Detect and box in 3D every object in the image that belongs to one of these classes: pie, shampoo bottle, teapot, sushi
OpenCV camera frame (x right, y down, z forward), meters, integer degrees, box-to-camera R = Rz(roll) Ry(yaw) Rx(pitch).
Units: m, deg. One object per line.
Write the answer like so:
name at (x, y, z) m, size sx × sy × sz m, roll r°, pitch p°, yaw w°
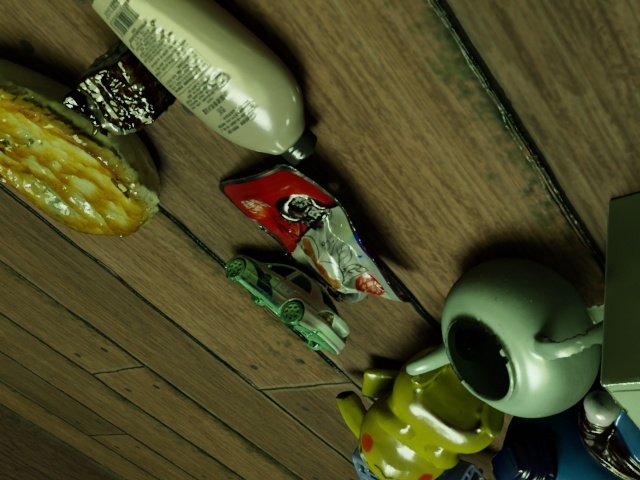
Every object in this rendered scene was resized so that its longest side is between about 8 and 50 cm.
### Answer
pie at (-0.355, -0.114, 0.831) m, size 0.315 × 0.092 × 0.315 m, roll 18°, pitch 147°, yaw 12°
shampoo bottle at (-0.103, -0.171, 0.626) m, size 0.257 × 0.078 × 0.127 m, roll 42°, pitch 137°, yaw -24°
teapot at (0.225, 0.118, 0.723) m, size 0.193 × 0.129 × 0.294 m, roll 65°, pitch 153°, yaw 3°
sushi at (-0.212, -0.167, 0.674) m, size 0.094 × 0.098 × 0.084 m, roll -12°, pitch 134°, yaw 31°

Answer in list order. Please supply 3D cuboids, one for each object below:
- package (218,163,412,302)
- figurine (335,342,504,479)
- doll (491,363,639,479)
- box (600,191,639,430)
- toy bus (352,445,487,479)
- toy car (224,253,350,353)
package at (0.000, 0.000, 0.801) m, size 0.269 × 0.071 × 0.194 m, roll 47°, pitch 144°, yaw -20°
figurine at (0.145, 0.279, 0.964) m, size 0.218 × 0.169 × 0.326 m, roll 37°, pitch 130°, yaw 7°
doll at (0.381, 0.280, 0.807) m, size 0.284 × 0.240 × 0.310 m, roll 2°, pitch 134°, yaw -16°
box at (0.371, 0.099, 0.587) m, size 0.117 × 0.225 × 0.225 m, roll -18°, pitch 127°, yaw 42°
toy bus at (0.208, 0.456, 1.151) m, size 0.292 × 0.125 × 0.133 m, roll 15°, pitch 140°, yaw 40°
toy car at (-0.048, 0.079, 0.881) m, size 0.224 × 0.076 × 0.090 m, roll 32°, pitch 168°, yaw 41°
